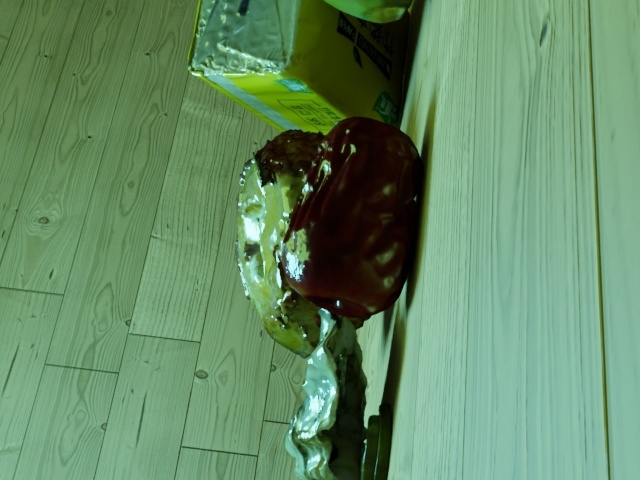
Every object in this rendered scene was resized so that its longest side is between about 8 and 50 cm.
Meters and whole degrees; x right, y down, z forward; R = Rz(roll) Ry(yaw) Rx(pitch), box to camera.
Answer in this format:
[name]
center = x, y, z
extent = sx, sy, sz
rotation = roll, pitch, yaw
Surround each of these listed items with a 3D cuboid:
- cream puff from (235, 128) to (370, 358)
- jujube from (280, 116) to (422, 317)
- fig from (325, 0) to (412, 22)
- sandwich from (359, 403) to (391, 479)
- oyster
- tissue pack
[cream puff]
center = -0.002, -0.002, 1.285
extent = 0.350, 0.229, 0.350
rotation = 175, 90, -70
[jujube]
center = 0.042, -0.027, 0.987
extent = 0.155, 0.155, 0.230
rotation = 85, -158, -86
[fig]
center = 0.060, -0.430, 1.164
extent = 0.239, 0.239, 0.271
rotation = -39, -74, -89
[sandwich]
center = 0.062, 0.259, 0.999
extent = 0.067, 0.029, 0.135
rotation = -82, -1, -83
[oyster]
center = 0.010, 0.236, 1.100
extent = 0.201, 0.107, 0.354
rotation = -76, -22, -61
[tissue pack]
center = -0.017, -0.340, 1.451
extent = 0.382, 0.228, 0.293
rotation = 27, -112, -59
